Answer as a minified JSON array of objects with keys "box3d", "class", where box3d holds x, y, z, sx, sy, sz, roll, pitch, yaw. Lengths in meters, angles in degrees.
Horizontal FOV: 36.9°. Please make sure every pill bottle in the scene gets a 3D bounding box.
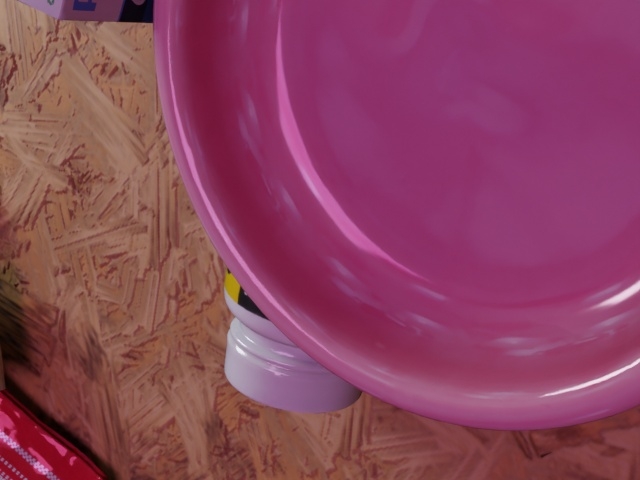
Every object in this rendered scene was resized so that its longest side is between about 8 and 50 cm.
[{"box3d":[0.000,0.000,0.641,0.119,0.119,0.209,19,109,26],"class":"pill bottle"}]

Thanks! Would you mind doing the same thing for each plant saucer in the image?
[{"box3d":[0.067,-0.077,0.453,0.332,0.084,0.332,15,116,33],"class":"plant saucer"}]

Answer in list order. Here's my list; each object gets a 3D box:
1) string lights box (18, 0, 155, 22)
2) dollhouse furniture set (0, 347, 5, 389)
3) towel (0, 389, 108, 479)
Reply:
[{"box3d":[-0.071,-0.199,0.560,0.076,0.259,0.133,28,113,23],"class":"string lights box"},{"box3d":[-0.451,0.079,0.752,0.173,0.355,0.303,-6,91,32],"class":"dollhouse furniture set"},{"box3d":[-0.337,0.267,0.856,0.199,0.031,0.275,36,78,20],"class":"towel"}]
